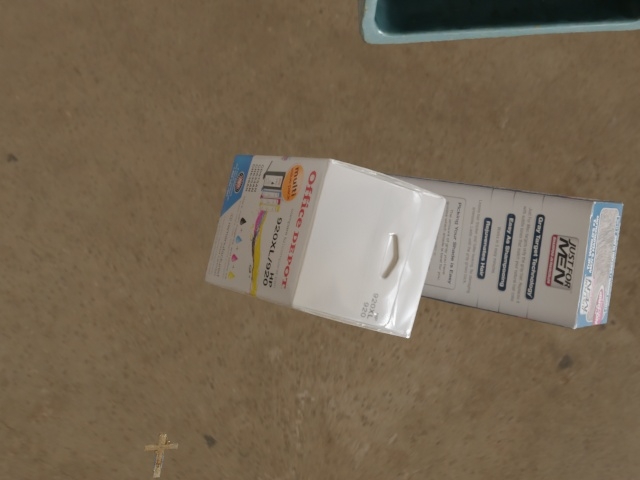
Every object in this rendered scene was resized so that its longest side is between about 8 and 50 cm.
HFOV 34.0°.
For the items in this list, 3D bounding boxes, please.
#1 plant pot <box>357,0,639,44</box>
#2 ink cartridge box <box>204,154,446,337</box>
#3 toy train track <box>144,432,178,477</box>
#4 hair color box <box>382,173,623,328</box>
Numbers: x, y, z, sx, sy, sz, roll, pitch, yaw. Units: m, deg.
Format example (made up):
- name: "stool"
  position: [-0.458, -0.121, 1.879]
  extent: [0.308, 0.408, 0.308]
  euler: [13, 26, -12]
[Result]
- name: "plant pot"
  position: [0.144, -0.327, 0.783]
  extent: [0.248, 0.247, 0.252]
  euler: [-4, 60, -5]
- name: "ink cartridge box"
  position: [0.000, 0.000, 1.239]
  extent: [0.168, 0.233, 0.171]
  euler: [15, 87, -31]
- name: "toy train track"
  position: [-0.232, 0.306, 1.505]
  extent: [0.048, 0.083, 0.014]
  euler: [1, 32, -20]
- name: "hair color box"
  position: [0.241, 0.008, 1.502]
  extent: [0.347, 0.105, 0.173]
  euler: [11, 97, 39]
